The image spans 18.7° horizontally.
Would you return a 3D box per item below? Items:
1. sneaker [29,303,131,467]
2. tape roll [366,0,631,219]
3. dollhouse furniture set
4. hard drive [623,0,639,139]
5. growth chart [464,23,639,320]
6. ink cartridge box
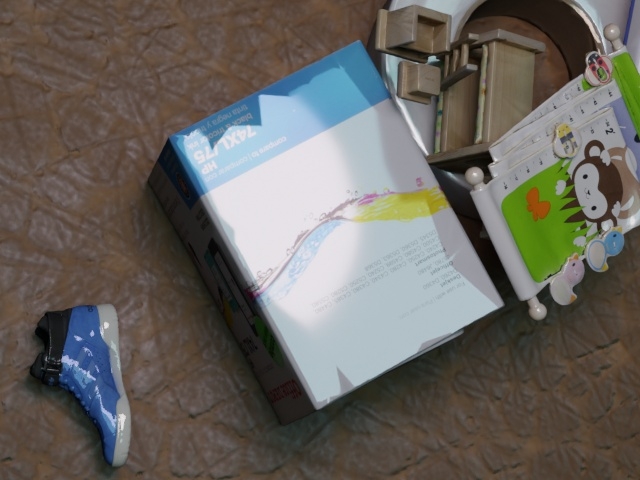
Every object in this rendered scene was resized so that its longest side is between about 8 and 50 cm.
[{"bbox_3d":[-0.220,0.134,1.761,0.084,0.058,0.152,-4,77,-17],"label":"sneaker"},{"bbox_3d":[0.186,-0.161,1.863,0.286,0.100,0.286,2,81,-10],"label":"tape roll"},{"bbox_3d":[0.101,-0.096,1.712,0.161,0.101,0.182,12,77,-35],"label":"dollhouse furniture set"},{"bbox_3d":[0.386,-0.223,1.817,0.210,0.040,0.318,9,94,-27],"label":"hard drive"},{"bbox_3d":[0.227,-0.056,1.714,0.237,0.021,0.172,-43,110,-25],"label":"growth chart"},{"bbox_3d":[0.000,0.000,1.753,0.197,0.198,0.270,-28,86,-14],"label":"ink cartridge box"}]
